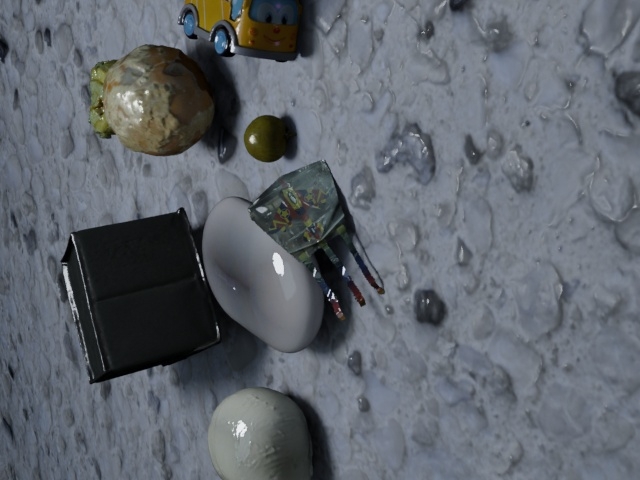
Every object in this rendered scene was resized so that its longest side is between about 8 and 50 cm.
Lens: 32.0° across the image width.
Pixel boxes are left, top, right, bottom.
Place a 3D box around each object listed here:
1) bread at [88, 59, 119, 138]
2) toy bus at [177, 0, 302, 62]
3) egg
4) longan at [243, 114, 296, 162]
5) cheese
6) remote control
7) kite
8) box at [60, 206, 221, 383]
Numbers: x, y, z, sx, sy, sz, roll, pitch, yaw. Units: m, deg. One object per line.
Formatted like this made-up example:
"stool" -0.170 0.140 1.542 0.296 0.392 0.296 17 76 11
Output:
"bread" -0.379 -0.265 2.151 0.110 0.103 0.156 17 119 41
"toy bus" -0.117 -0.354 1.697 0.209 0.126 0.136 36 119 47
"egg" -0.279 -0.240 1.912 0.233 0.195 0.194 -136 43 -67
"longan" -0.078 -0.160 1.747 0.083 0.075 0.075 -2 100 15
"cheese" -0.103 0.335 1.844 0.198 0.154 0.189 12 103 56
"remote control" -0.097 0.052 1.795 0.332 0.104 0.221 27 123 51
"kite" 0.000 0.000 1.648 0.245 0.141 0.015 57 -174 19
"box" -0.334 0.107 2.010 0.345 0.205 0.251 146 110 -71
